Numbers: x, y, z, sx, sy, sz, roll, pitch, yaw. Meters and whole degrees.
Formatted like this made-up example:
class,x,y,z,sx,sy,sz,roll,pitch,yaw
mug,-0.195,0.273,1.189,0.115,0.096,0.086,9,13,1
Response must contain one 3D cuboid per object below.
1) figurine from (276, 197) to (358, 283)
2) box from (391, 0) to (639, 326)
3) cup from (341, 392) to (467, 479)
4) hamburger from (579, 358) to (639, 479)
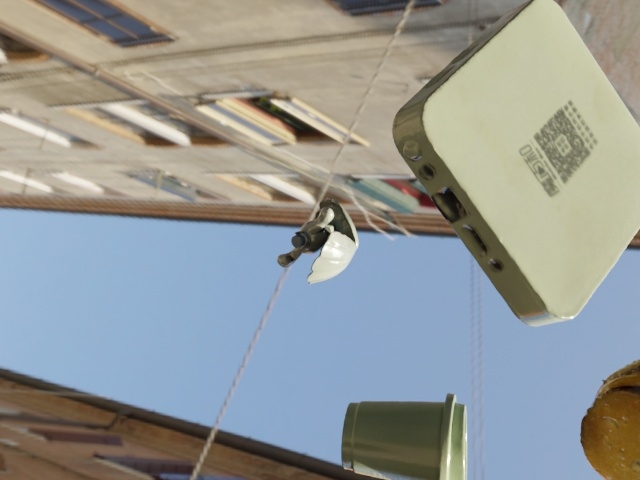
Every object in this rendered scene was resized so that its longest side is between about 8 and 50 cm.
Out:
class,x,y,z,sx,sy,sz,roll,pitch,yaw
figurine,0.000,0.000,0.955,0.082,0.086,0.094,43,-40,21
box,0.308,-0.117,1.189,0.373,0.367,0.090,-43,-168,-30
cup,0.098,0.234,0.963,0.141,0.120,0.120,1,-105,14
hamburger,0.419,0.239,1.015,0.191,0.118,0.182,53,-44,11
